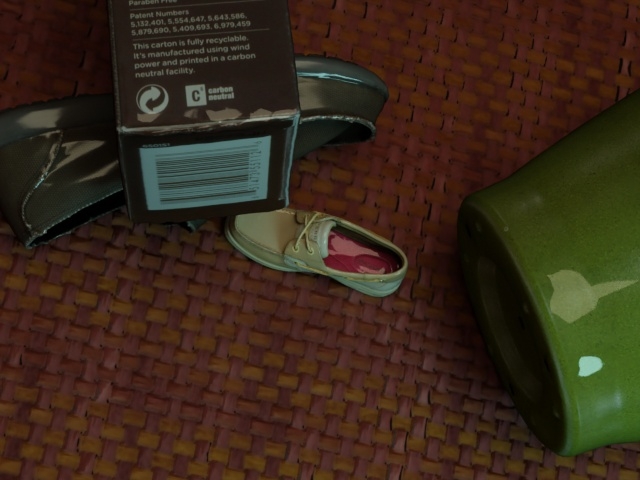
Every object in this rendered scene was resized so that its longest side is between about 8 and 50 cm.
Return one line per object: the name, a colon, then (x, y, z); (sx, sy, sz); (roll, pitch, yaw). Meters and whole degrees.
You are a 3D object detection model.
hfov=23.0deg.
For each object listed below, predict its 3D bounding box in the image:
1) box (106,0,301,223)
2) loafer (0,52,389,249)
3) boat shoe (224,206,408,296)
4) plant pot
box: (-0.104, -0.224, 1.244); (0.143, 0.191, 0.381); (-6, 71, -6)
loafer: (-0.113, -0.068, 1.365); (0.366, 0.134, 0.130); (-12, 80, -8)
boat shoe: (0.000, 0.000, 1.399); (0.170, 0.059, 0.063); (16, 69, -9)
plant pot: (0.319, 0.018, 1.348); (0.353, 0.366, 0.366); (-21, 79, -8)
